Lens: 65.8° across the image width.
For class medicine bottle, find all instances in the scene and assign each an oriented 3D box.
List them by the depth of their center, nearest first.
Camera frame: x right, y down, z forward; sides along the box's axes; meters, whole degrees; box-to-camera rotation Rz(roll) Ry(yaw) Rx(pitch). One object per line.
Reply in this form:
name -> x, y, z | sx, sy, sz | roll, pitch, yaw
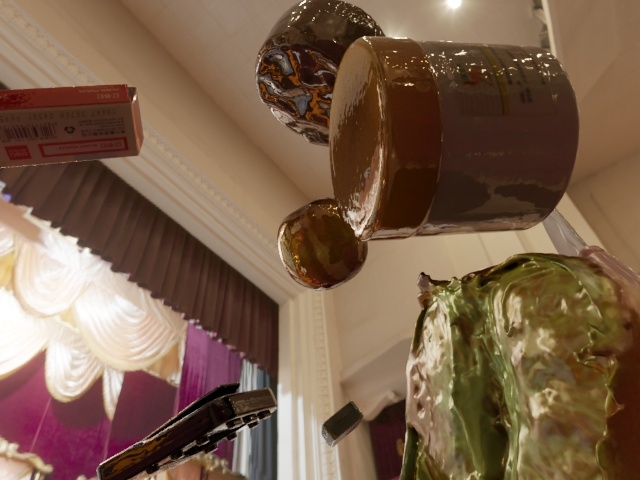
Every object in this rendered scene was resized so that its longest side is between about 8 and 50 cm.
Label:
medicine bottle -> 0.146, -0.123, 0.615 | 0.231, 0.238, 0.238 | -4, -47, -13

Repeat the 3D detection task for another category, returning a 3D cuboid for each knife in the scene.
knife -> 0.337, 0.017, 0.636 | 0.042, 0.336, 0.081 | -10, -63, 9

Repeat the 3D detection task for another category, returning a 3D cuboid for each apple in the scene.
apple -> 0.005, -0.002, 0.838 | 0.146, 0.163, 0.147 | -24, -69, 30

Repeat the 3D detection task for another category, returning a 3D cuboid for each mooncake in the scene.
mooncake -> 0.006, -0.320, 0.991 | 0.284, 0.156, 0.284 | 22, -26, 11

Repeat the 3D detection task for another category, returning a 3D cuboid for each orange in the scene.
orange -> 0.193, 0.163, 0.487 | 0.196, 0.263, 0.334 | 28, -35, -18

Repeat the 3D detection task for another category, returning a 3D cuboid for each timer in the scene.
timer -> -0.153, 0.228, 0.591 | 0.187, 0.055, 0.144 | -33, -21, 12

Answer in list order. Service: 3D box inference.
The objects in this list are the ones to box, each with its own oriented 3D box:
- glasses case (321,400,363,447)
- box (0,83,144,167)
glasses case -> 0.042, 0.380, 1.016 | 0.077, 0.039, 0.184 | -35, -21, -17
box -> -0.410, -0.186, 0.803 | 0.229, 0.050, 0.123 | -10, -31, -19
